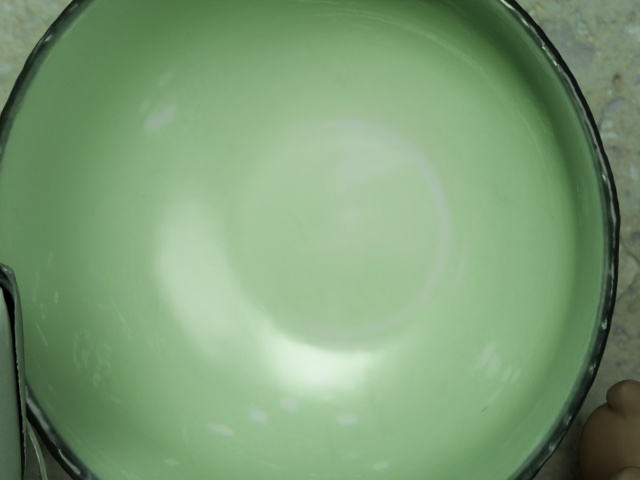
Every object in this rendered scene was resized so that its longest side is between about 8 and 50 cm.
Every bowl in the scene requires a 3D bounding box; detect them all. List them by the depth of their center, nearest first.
[{"bbox_3d":[0.000,0.000,0.800,0.354,0.185,0.354,1,93,14],"label":"bowl"}]

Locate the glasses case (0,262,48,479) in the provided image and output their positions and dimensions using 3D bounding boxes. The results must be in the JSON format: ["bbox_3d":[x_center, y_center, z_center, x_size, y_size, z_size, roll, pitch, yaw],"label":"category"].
[{"bbox_3d":[-0.199,0.130,0.733,0.083,0.128,0.308,-16,114,-52],"label":"glasses case"}]

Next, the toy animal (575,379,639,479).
[{"bbox_3d":[0.191,0.209,0.885,0.171,0.171,0.198,47,64,-7],"label":"toy animal"}]
